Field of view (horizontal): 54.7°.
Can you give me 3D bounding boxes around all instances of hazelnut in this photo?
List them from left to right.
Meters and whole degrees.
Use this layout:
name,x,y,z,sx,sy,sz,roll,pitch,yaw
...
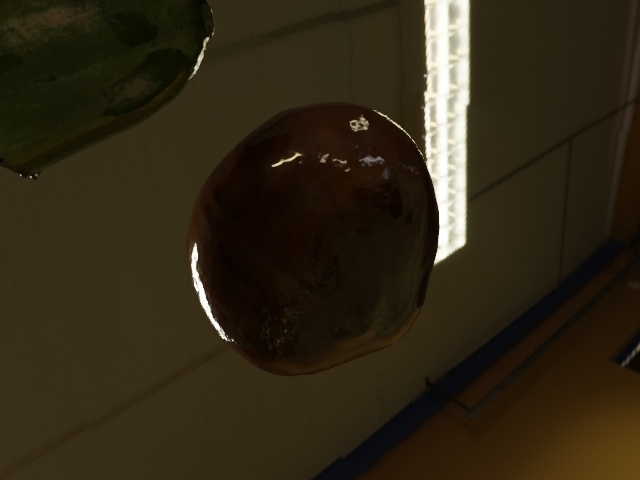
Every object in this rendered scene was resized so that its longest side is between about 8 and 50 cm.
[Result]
name,x,y,z,sx,sy,sz,roll,pitch,yaw
hazelnut,-0.001,-0.004,0.822,0.366,0.366,0.365,-20,-59,-37

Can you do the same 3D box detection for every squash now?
name,x,y,z,sx,sy,sz,roll,pitch,yaw
squash,-0.301,-0.277,0.773,0.309,0.310,0.310,-26,-51,-3
